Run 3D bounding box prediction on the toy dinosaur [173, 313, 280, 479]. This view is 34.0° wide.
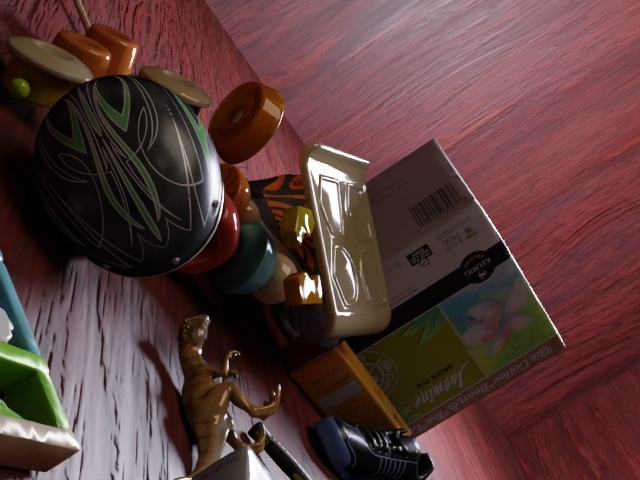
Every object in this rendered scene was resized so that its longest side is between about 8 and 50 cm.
[{"bbox_3d":[-0.094,0.157,0.919,0.112,0.064,0.211,18,31,-24],"label":"toy dinosaur"}]

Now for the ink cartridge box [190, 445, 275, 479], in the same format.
[{"bbox_3d":[-0.002,0.317,0.750,0.275,0.060,0.239,57,6,-19],"label":"ink cartridge box"}]

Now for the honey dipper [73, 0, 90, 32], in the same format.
[{"bbox_3d":[-0.325,-0.310,1.415,0.161,0.030,0.030,66,10,25],"label":"honey dipper"}]

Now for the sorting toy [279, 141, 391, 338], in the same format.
[{"bbox_3d":[0.009,0.002,1.250,0.307,0.041,0.229,8,74,-68],"label":"sorting toy"}]

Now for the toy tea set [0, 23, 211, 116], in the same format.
[{"bbox_3d":[-0.229,-0.134,1.117,0.200,0.124,0.336,27,15,-5],"label":"toy tea set"}]

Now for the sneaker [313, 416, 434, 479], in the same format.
[{"bbox_3d":[0.072,0.268,1.345,0.232,0.090,0.081,48,12,-53],"label":"sneaker"}]

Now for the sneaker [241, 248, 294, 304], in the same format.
[{"bbox_3d":[-0.099,0.027,1.328,0.178,0.077,0.072,31,-44,55],"label":"sneaker"}]

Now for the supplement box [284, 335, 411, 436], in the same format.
[{"bbox_3d":[0.045,0.222,1.429,0.233,0.080,0.078,52,10,-27],"label":"supplement box"}]

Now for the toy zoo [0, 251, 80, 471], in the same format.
[{"bbox_3d":[-0.250,-0.009,0.609,0.293,0.030,0.192,61,8,24],"label":"toy zoo"}]

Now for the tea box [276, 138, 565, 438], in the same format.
[{"bbox_3d":[0.138,0.088,1.606,0.323,0.329,0.220,53,8,-31],"label":"tea box"}]

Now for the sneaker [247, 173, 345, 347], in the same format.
[{"bbox_3d":[0.000,0.000,1.426,0.321,0.180,0.124,54,-25,39],"label":"sneaker"}]

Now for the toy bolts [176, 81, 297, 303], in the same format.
[{"bbox_3d":[-0.081,-0.040,1.208,0.158,0.218,0.228,36,27,-37],"label":"toy bolts"}]

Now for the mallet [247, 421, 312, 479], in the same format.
[{"bbox_3d":[-0.012,0.264,1.064,0.189,0.062,0.039,42,8,-7],"label":"mallet"}]

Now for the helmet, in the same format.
[{"bbox_3d":[-0.163,-0.057,0.895,0.169,0.169,0.161,56,-1,-16],"label":"helmet"}]
